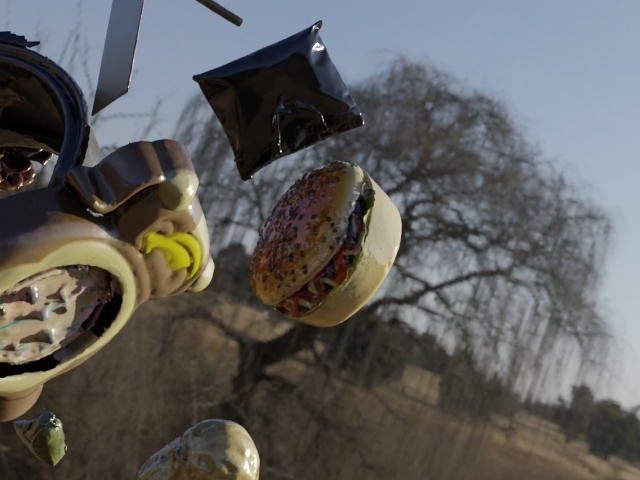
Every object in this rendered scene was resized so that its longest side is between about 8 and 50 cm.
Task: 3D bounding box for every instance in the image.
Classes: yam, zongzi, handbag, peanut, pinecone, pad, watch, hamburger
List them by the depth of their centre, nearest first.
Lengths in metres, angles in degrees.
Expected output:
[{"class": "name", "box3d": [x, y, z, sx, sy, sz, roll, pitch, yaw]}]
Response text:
[{"class": "watch", "box3d": [-0.320, -0.043, 1.052, 0.327, 0.335, 0.314, 53, -17, 28]}, {"class": "pad", "box3d": [-0.271, -0.333, 1.470, 0.005, 0.300, 0.202, 12, -9, -24]}, {"class": "zongzi", "box3d": [-0.481, 0.310, 1.753, 0.119, 0.055, 0.109, 33, -41, 21]}, {"class": "peanut", "box3d": [-0.243, 0.452, 1.773, 0.192, 0.387, 0.169, 9, 38, -42]}, {"class": "hamburger", "box3d": [0.000, 0.000, 1.775, 0.176, 0.300, 0.300, 33, -11, -24]}, {"class": "handbag", "box3d": [-0.072, -0.248, 1.878, 0.089, 0.254, 0.211, -116, -178, -78]}, {"class": "pinecone", "box3d": [-0.608, -0.219, 1.995, 0.244, 0.244, 0.309, 24, -31, -33]}, {"class": "yam", "box3d": [-0.207, -0.466, 2.107, 0.116, 0.021, 0.021, 30, -7, -5]}]
